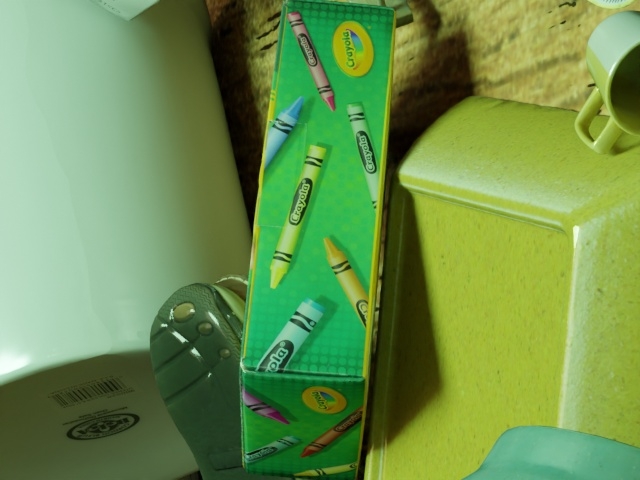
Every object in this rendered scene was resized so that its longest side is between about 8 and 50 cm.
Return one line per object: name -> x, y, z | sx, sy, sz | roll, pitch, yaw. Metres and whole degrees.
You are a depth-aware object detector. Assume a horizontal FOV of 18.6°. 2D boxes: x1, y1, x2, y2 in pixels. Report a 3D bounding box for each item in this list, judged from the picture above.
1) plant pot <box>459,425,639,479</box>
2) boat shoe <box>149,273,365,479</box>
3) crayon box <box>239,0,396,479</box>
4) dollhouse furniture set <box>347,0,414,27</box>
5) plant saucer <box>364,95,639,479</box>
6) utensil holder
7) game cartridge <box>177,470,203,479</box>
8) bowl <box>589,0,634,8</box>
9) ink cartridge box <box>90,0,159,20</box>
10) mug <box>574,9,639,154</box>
plant pot -> 0.132, 0.211, 0.939 | 0.293, 0.293, 0.196 | -14, 49, 65
boat shoe -> -0.016, 0.174, 1.423 | 0.122, 0.120, 0.324 | -7, 101, 42
crayon box -> 0.000, 0.000, 1.299 | 0.165, 0.081, 0.278 | 92, -177, -61
dollhouse furniture set -> 0.055, -0.263, 1.324 | 0.184, 0.129, 0.129 | 73, 177, -48
plant saucer -> 0.116, 0.086, 1.175 | 0.333, 0.081, 0.333 | -162, 75, -64
utensil holder -> -0.218, -0.010, 1.639 | 0.327, 0.327, 0.385 | 127, 136, -52
game cartridge -> -0.162, 0.232, 1.815 | 0.230, 0.068, 0.355 | -45, 49, 52
bowl -> 0.168, -0.217, 1.048 | 0.170, 0.080, 0.170 | 158, 90, -76
ink cartridge box -> -0.068, -0.327, 1.482 | 0.261, 0.066, 0.296 | -11, 52, 65
mug -> 0.170, -0.094, 1.079 | 0.062, 0.078, 0.064 | 63, 180, -30
